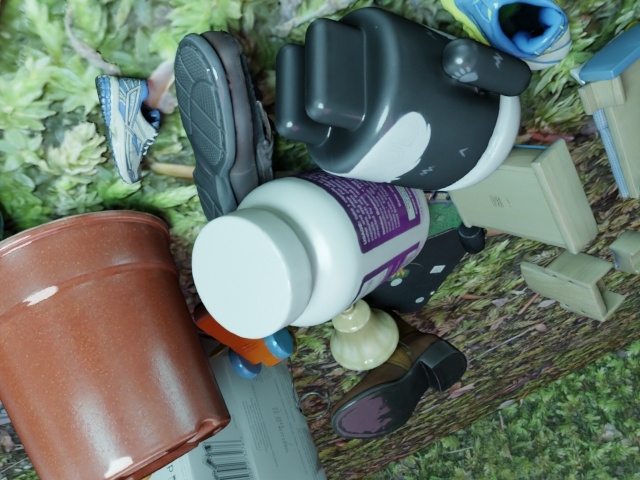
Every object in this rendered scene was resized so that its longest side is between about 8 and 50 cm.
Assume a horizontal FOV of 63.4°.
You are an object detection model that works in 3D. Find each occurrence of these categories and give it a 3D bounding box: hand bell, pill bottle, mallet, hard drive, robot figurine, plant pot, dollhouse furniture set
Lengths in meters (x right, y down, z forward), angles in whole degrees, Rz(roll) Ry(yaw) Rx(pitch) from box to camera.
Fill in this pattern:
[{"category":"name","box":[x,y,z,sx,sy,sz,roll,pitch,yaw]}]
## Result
[{"category":"hand bell","box":[0.035,0.094,0.833,0.126,0.126,0.242,-25,132,3]},{"category":"pill bottle","box":[0.000,0.000,0.615,0.169,0.169,0.302,-49,166,33]},{"category":"mallet","box":[0.312,-0.039,0.843,0.190,0.039,0.062,-27,144,-1]},{"category":"hard drive","box":[0.143,0.020,0.909,0.237,0.064,0.338,-3,142,-25]},{"category":"robot figurine","box":[0.089,-0.148,0.566,0.278,0.209,0.173,5,120,-32]},{"category":"plant pot","box":[-0.255,0.149,0.619,0.273,0.265,0.272,-29,163,-10]},{"category":"dollhouse furniture set","box":[0.367,-0.110,0.730,0.303,0.198,0.286,-40,115,-12]}]

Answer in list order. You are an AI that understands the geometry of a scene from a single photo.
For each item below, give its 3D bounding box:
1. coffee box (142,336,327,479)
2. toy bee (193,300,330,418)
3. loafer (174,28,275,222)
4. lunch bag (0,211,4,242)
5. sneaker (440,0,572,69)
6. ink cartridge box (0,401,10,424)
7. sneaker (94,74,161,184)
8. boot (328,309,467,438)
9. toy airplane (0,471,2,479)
[{"category":"coffee box","box":[-0.244,0.418,0.983,0.334,0.337,0.338,-38,145,21]},{"category":"toy bee","box":[-0.109,0.176,0.932,0.196,0.162,0.298,-15,121,4]},{"category":"loafer","box":[-0.094,-0.112,0.589,0.095,0.109,0.302,-30,156,-23]},{"category":"lunch bag","box":[-0.429,-0.029,0.509,0.176,0.090,0.219,-16,146,-14]},{"category":"sneaker","box":[0.224,-0.225,0.570,0.240,0.126,0.091,10,134,-37]},{"category":"ink cartridge box","box":[-0.509,0.231,0.846,0.224,0.045,0.223,-15,145,-11]},{"category":"sneaker","box":[-0.197,-0.114,0.555,0.058,0.052,0.135,-14,145,-20]},{"category":"boot","box":[0.084,0.220,0.964,0.264,0.280,0.096,-32,114,-16]},{"category":"toy airplane","box":[-0.547,0.282,0.596,0.386,0.272,0.384,0,131,34]}]
